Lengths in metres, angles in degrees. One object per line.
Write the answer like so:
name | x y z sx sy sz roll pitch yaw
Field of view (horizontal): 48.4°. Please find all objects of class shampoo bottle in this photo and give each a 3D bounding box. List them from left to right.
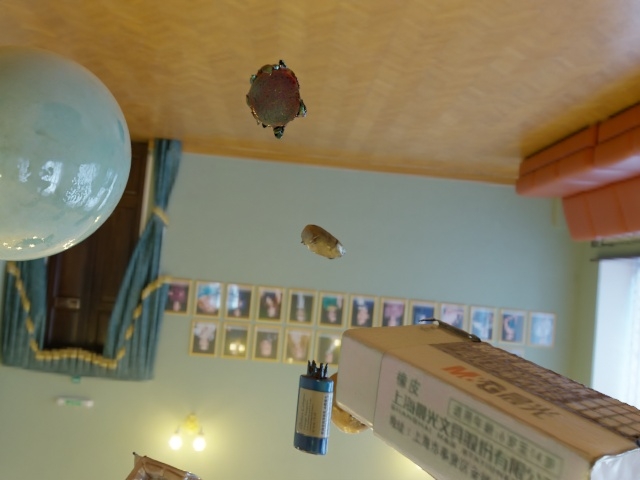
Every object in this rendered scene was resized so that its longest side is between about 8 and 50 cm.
shampoo bottle | -0.013 0.334 1.441 0.050 0.182 0.087 9 174 -41

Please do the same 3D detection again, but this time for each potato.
potato | -0.001 0.000 1.289 0.093 0.037 0.036 31 146 22

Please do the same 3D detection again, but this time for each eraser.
eraser | 0.140 0.146 0.586 0.130 0.086 0.287 -2 -168 -30

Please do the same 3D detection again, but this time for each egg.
egg | -0.394 -0.117 0.945 0.276 0.276 0.389 6 -163 -6

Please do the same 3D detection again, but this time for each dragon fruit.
dragon fruit | -0.089 -0.319 1.542 0.138 0.142 0.175 21 -148 -9

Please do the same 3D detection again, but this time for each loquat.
loquat | 0.071 0.354 1.578 0.141 0.141 0.141 5 177 0

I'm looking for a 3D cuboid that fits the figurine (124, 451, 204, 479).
figurine | -0.292 0.468 1.146 0.141 0.236 0.162 23 155 12
